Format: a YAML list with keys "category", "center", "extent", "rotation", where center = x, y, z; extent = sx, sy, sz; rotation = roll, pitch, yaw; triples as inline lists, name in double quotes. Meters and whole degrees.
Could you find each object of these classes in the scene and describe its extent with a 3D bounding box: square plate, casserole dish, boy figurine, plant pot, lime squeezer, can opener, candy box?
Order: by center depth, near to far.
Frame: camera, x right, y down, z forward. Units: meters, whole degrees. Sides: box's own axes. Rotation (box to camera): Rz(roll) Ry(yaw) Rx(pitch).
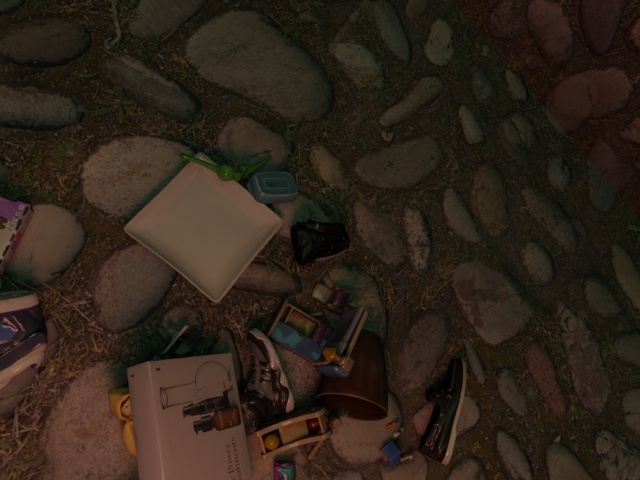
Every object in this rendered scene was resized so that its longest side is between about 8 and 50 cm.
- category: "boy figurine"
  center: [-0.427, 0.467, 1.237]
  extent: [0.177, 0.092, 0.285]
  rotation: [-46, 116, -31]
- category: "candy box"
  center: [-0.875, -0.026, 1.246]
  extent: [0.165, 0.070, 0.196]
  rotation: [20, 69, -16]
- category: "can opener"
  center: [-0.442, 0.341, 1.317]
  extent: [0.093, 0.074, 0.280]
  rotation: [44, 65, -7]
- category: "plant pot"
  center: [0.113, 0.397, 1.465]
  extent: [0.216, 0.215, 0.230]
  rotation: [24, 54, -14]
- category: "square plate"
  center: [-0.345, -0.043, 1.471]
  extent: [0.347, 0.049, 0.344]
  rotation: [40, 66, -7]
- category: "lime squeezer"
  center: [-0.273, -0.227, 1.511]
  extent: [0.311, 0.058, 0.110]
  rotation: [-6, 35, -35]
- category: "casserole dish"
  center: [-0.149, -0.178, 1.566]
  extent: [0.189, 0.037, 0.114]
  rotation: [-6, 68, -36]

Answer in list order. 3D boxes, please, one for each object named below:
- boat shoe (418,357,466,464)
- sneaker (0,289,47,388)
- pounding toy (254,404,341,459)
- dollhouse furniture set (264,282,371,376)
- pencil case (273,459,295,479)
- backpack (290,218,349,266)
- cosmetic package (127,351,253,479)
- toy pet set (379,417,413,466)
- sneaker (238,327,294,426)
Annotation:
- category: "boat shoe"
  center: [0.393, 0.539, 1.570]
  extent: [0.113, 0.127, 0.339]
  rotation: [16, 72, 7]
- category: "sneaker"
  center: [-0.816, 0.257, 1.120]
  extent: [0.323, 0.130, 0.236]
  rotation: [-10, 104, -42]
- category: "pounding toy"
  center: [-0.044, 0.566, 1.369]
  extent: [0.270, 0.154, 0.154]
  rotation: [-14, 81, -24]
- category: "dollhouse furniture set"
  center: [0.006, 0.221, 1.399]
  extent: [0.198, 0.303, 0.286]
  rotation: [32, 67, -12]
- category: "pencil case"
  center: [-0.105, 0.703, 1.357]
  extent: [0.070, 0.065, 0.151]
  rotation: [16, 68, -43]
- category: "backpack"
  center: [0.000, 0.000, 1.560]
  extent: [0.182, 0.115, 0.151]
  rotation: [-10, 92, -24]
- category: "cosmetic package"
  center: [-0.320, 0.486, 1.212]
  extent: [0.284, 0.098, 0.376]
  rotation: [10, 62, -55]
- category: "toy pet set"
  center: [0.242, 0.642, 1.509]
  extent: [0.114, 0.065, 0.122]
  rotation: [-23, 85, -25]
- category: "sneaker"
  center: [-0.187, 0.397, 1.385]
  extent: [0.153, 0.101, 0.268]
  rotation: [-22, 87, -27]
